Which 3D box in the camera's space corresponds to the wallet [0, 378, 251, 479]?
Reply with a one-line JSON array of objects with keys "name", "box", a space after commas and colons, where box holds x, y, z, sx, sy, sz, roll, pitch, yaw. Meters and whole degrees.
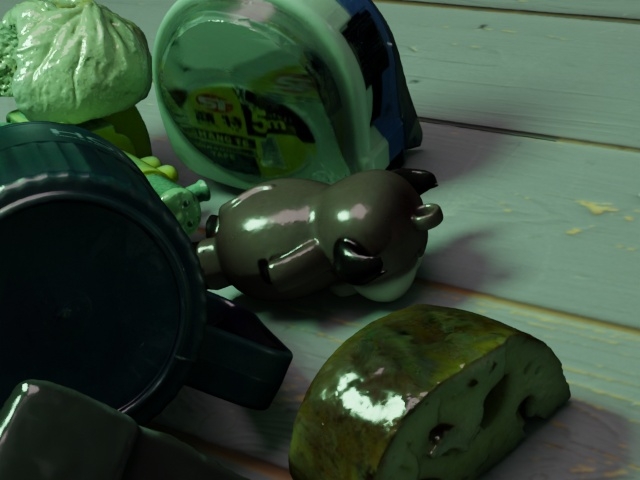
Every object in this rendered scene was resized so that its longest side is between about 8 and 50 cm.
[{"name": "wallet", "box": [-0.164, 0.280, 1.009, 0.228, 0.062, 0.406, 30, 42, -8]}]

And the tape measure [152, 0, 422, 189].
[{"name": "tape measure", "box": [-0.046, -0.171, 1.764, 0.259, 0.262, 0.138, 7, 41, 24]}]

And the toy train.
[{"name": "toy train", "box": [-0.253, -0.053, 1.791, 0.237, 0.150, 0.369, -22, 29, -25]}]

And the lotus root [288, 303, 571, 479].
[{"name": "lotus root", "box": [0.082, 0.129, 1.289, 0.119, 0.138, 0.235, 24, 41, 38]}]

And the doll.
[{"name": "doll", "box": [-0.002, -0.002, 1.575, 0.257, 0.117, 0.182, -4, 31, 23]}]

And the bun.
[{"name": "bun", "box": [-0.291, -0.211, 1.844, 0.212, 0.126, 0.204, 9, 21, 25]}]

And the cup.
[{"name": "cup", "box": [-0.210, 0.056, 1.408, 0.242, 0.308, 0.292, -38, 15, -5]}]
